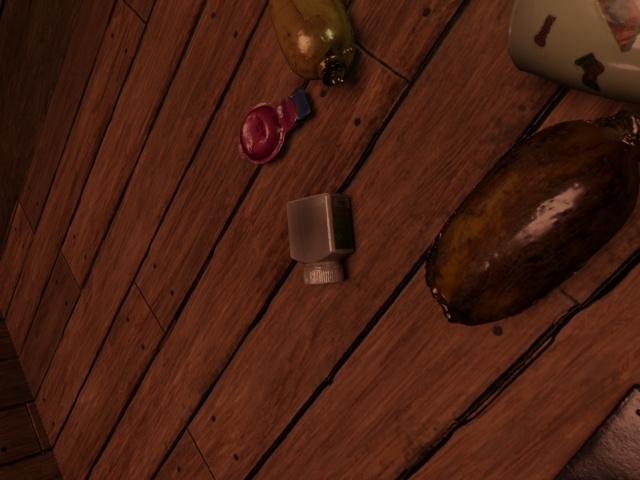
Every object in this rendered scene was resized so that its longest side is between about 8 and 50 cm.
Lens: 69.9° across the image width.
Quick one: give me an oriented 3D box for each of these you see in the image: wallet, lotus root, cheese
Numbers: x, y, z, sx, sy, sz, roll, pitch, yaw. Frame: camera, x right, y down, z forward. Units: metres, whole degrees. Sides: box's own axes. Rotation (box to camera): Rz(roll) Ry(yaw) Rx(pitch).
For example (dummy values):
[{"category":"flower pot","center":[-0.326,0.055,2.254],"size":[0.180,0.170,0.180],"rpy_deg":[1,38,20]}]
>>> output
[{"category":"wallet","center":[0.456,0.346,0.685],"size":[0.124,0.025,0.244],"rpy_deg":[38,111,32]},{"category":"lotus root","center":[0.314,-0.023,0.701],"size":[0.397,0.179,0.196],"rpy_deg":[-50,64,27]},{"category":"cheese","center":[-0.119,-0.280,1.119],"size":[0.244,0.062,0.155],"rpy_deg":[-28,73,33]},{"category":"lotus root","center":[-0.015,-0.448,0.980],"size":[0.160,0.146,0.284],"rpy_deg":[-21,71,-2]}]

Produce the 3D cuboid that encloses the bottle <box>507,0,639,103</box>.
[{"category":"bottle","center":[0.448,-0.264,0.572],"size":[0.351,0.229,0.229],"rpy_deg":[41,114,38]}]

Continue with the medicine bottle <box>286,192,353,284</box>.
[{"category":"medicine bottle","center":[0.000,0.000,1.005],"size":[0.132,0.088,0.189],"rpy_deg":[-8,85,38]}]
